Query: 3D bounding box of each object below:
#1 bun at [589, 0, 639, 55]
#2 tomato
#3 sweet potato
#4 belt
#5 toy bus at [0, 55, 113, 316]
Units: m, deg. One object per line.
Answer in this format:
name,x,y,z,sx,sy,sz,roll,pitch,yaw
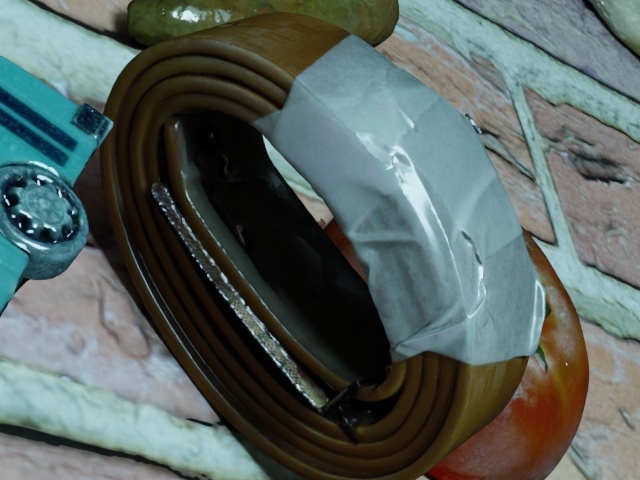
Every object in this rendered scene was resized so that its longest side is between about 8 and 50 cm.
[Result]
bun,0.427,-0.345,1.569,0.365,0.219,0.365,29,41,-28
tomato,0.094,0.053,0.892,0.225,0.085,0.225,31,38,-28
sweet potato,-0.027,-0.156,0.985,0.273,0.075,0.075,-20,71,-51
belt,0.000,0.000,0.740,0.261,0.184,0.105,52,32,8
toy bus,-0.192,0.020,0.552,0.147,0.128,0.256,36,36,-15
